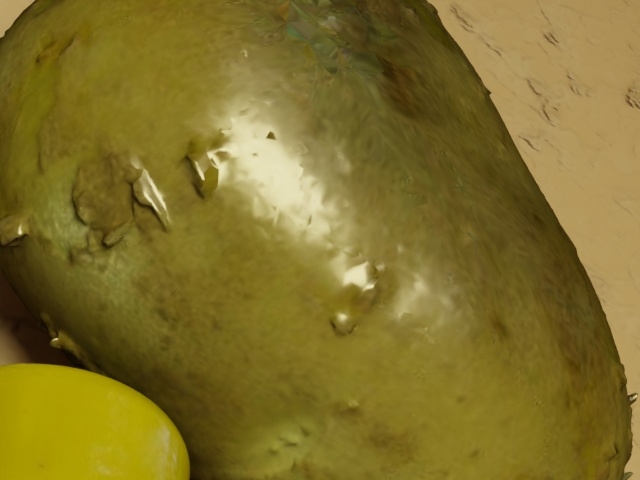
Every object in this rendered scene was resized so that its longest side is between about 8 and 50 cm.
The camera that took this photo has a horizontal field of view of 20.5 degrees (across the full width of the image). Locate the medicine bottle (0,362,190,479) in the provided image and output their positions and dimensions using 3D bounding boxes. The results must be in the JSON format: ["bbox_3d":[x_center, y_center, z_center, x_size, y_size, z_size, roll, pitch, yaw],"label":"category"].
[{"bbox_3d":[-0.118,0.164,0.691,0.122,0.122,0.212,20,46,-18],"label":"medicine bottle"}]

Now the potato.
[{"bbox_3d":[-0.007,0.009,0.830,0.269,0.219,0.359,-17,66,-50],"label":"potato"}]
